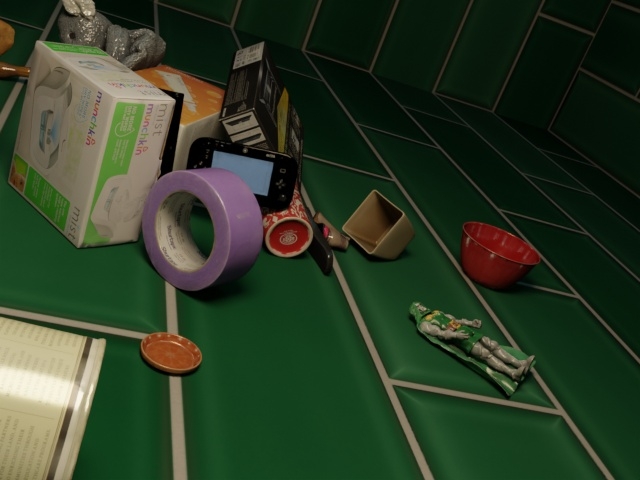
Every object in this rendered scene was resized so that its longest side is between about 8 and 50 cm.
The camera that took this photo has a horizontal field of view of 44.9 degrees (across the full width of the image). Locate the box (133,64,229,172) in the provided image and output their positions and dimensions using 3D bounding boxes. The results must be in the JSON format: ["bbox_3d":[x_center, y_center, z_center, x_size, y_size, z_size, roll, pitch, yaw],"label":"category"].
[{"bbox_3d":[-0.327,-0.233,1.609,0.215,0.168,0.345,24,22,6],"label":"box"}]

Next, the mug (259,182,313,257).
[{"bbox_3d":[-0.093,-0.039,1.502,0.113,0.150,0.169,51,7,-36],"label":"mug"}]

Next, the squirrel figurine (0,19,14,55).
[{"bbox_3d":[-0.726,-0.251,1.101,0.371,0.281,0.397,16,2,27],"label":"squirrel figurine"}]

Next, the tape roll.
[{"bbox_3d":[-0.187,-0.019,1.218,0.189,0.189,0.080,34,26,27],"label":"tape roll"}]

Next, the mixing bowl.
[{"bbox_3d":[0.380,0.044,1.704,0.182,0.098,0.181,18,23,-8],"label":"mixing bowl"}]

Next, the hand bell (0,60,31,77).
[{"bbox_3d":[-0.668,-0.385,1.774,0.242,0.126,0.126,2,27,-14],"label":"hand bell"}]

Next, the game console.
[{"bbox_3d":[-0.220,-0.153,1.404,0.362,0.213,0.044,12,19,-1],"label":"game console"}]

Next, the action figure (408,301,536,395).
[{"bbox_3d":[0.254,0.173,1.355,0.232,0.063,0.137,28,26,24],"label":"action figure"}]

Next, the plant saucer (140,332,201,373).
[{"bbox_3d":[-0.202,0.153,1.043,0.084,0.013,0.083,19,22,-8],"label":"plant saucer"}]

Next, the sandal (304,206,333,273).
[{"bbox_3d":[0.000,0.000,1.506,0.040,0.067,0.179,-6,39,-20],"label":"sandal"}]

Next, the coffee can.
[{"bbox_3d":[-0.348,0.151,0.667,0.275,0.201,0.201,16,23,-14],"label":"coffee can"}]

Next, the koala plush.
[{"bbox_3d":[-0.475,-0.423,1.677,0.221,0.196,0.203,40,66,0],"label":"koala plush"}]

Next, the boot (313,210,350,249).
[{"bbox_3d":[0.020,-0.017,1.608,0.087,0.042,0.118,26,23,-6],"label":"boot"}]

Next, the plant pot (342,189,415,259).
[{"bbox_3d":[0.133,-0.021,1.622,0.096,0.109,0.109,35,7,-47],"label":"plant pot"}]

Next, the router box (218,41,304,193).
[{"bbox_3d":[-0.117,-0.247,1.660,0.081,0.243,0.308,-16,36,13],"label":"router box"}]

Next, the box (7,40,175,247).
[{"bbox_3d":[-0.378,-0.157,1.269,0.231,0.261,0.127,37,27,31],"label":"box"}]
